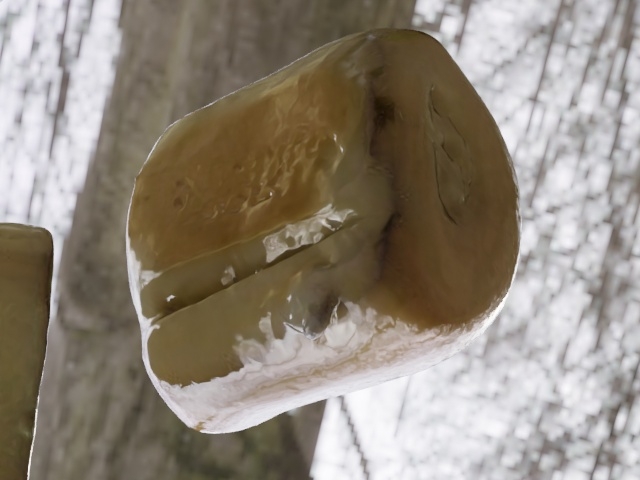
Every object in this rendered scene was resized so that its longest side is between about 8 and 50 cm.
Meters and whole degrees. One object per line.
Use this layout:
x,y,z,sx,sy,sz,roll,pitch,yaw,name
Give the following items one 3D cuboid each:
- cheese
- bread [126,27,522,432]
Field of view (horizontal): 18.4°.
-0.331,0.166,1.811,0.104,0.384,0.384,7,-156,-16,cheese
0.000,0.000,1.849,0.253,0.376,0.348,28,-131,-42,bread
